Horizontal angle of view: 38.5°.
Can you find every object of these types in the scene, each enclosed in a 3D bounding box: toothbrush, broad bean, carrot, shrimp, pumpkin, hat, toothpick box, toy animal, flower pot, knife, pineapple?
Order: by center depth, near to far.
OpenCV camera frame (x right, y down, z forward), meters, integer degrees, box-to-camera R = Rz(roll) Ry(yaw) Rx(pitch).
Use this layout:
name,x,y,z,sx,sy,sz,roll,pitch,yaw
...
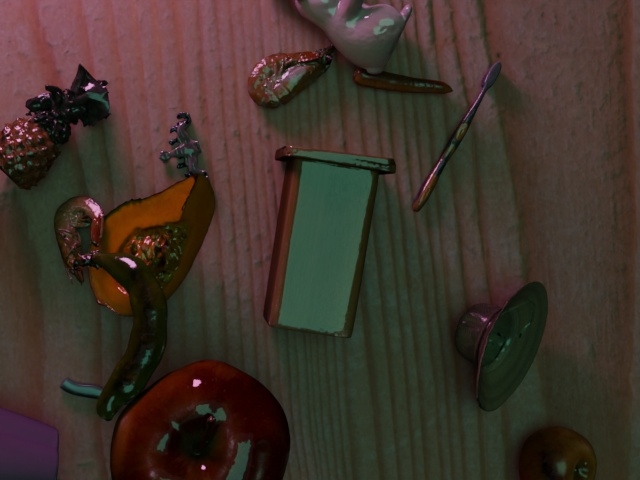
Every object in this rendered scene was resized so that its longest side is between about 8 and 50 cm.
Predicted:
name,x,y,z,sx,sy,sz,roll,pitch,yaw
broad bean,-0.310,0.133,1.460,0.144,0.049,0.292,-19,65,5
flower pot,-0.552,0.374,1.460,0.243,0.265,0.265,8,88,-20
pineapple,-0.452,-0.196,1.554,0.237,0.111,0.119,-50,126,-12
shrimp,-0.404,-0.003,1.563,0.095,0.045,0.162,-18,67,0
pumpkin,-0.294,-0.013,1.576,0.163,0.111,0.278,28,99,23
toothpick box,0.000,0.000,1.587,0.190,0.187,0.308,8,91,-10
knife,-0.349,0.272,1.602,0.210,0.015,0.028,13,81,-9
toy animal,0.030,-0.424,1.615,0.282,0.140,0.138,40,95,-8
shrimp,-0.047,-0.304,1.648,0.184,0.043,0.091,-27,90,-8
hat,0.303,0.174,1.657,0.110,0.252,0.252,23,84,34
carrot,0.152,-0.291,1.686,0.190,0.037,0.037,7,88,-12
toothbrush,0.253,-0.193,1.701,0.023,0.031,0.321,30,84,-7

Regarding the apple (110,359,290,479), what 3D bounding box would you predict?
name,x,y,z,sx,sy,sz,roll,pitch,yaw
apple,-0.194,0.344,1.473,0.288,0.317,0.288,4,73,-11

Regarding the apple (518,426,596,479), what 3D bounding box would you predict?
name,x,y,z,sx,sy,sz,roll,pitch,yaw
apple,0.432,0.412,1.670,0.146,0.146,0.146,0,89,-9

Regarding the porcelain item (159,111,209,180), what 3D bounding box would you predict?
name,x,y,z,sx,sy,sz,roll,pitch,yaw
porcelain item,-0.249,-0.155,1.622,0.075,0.021,0.136,-17,92,-9
